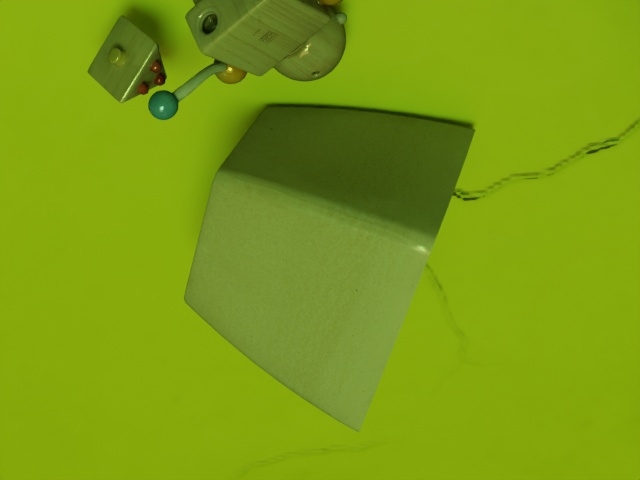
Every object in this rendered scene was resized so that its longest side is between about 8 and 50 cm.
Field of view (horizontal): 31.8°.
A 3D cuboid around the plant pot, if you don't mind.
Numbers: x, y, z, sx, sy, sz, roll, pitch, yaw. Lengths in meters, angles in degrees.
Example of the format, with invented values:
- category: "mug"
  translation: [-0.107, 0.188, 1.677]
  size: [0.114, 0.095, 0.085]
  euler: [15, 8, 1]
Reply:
- category: "plant pot"
  translation: [0.000, 0.000, 0.508]
  size: [0.096, 0.109, 0.109]
  euler: [21, 124, 5]

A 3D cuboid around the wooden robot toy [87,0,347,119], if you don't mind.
- category: "wooden robot toy"
  translation: [-0.013, -0.103, 0.471]
  size: [0.173, 0.076, 0.079]
  euler: [-33, 151, 24]
